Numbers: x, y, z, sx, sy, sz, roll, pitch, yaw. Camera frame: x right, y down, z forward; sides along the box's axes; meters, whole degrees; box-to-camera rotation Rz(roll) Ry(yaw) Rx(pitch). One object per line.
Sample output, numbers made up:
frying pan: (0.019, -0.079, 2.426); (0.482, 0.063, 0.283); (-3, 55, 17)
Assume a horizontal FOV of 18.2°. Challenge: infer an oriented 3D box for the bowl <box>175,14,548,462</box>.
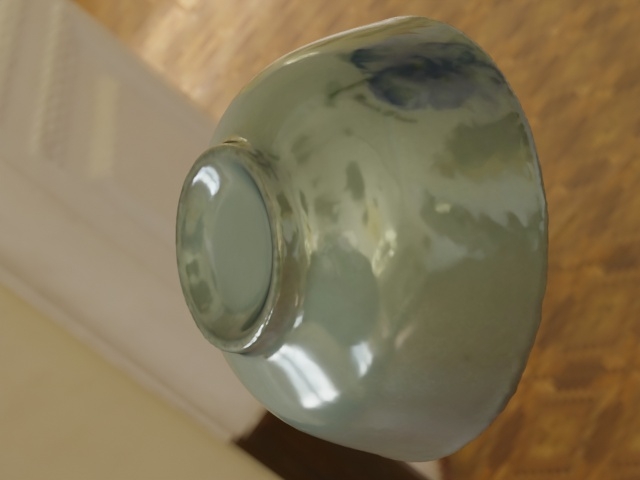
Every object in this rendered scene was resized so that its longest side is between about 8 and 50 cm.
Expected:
bowl: (0.000, 0.000, 1.258); (0.289, 0.146, 0.289); (2, 93, 56)
